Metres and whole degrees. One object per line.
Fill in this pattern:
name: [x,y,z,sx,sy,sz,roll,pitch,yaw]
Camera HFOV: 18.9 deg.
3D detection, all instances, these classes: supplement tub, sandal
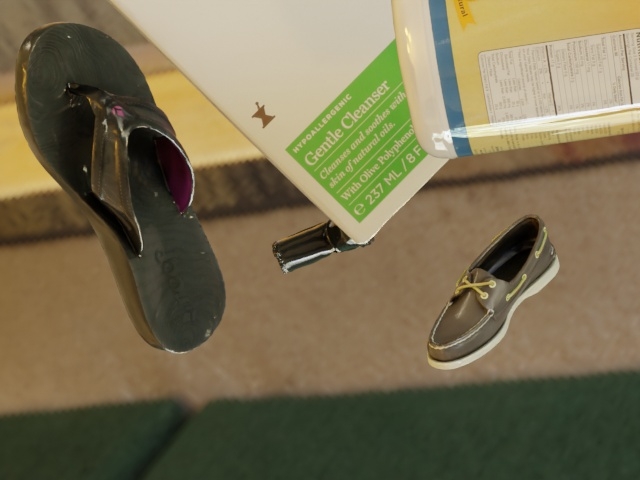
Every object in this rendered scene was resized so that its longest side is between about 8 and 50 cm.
supplement tub: [0.149,-0.131,1.141,0.199,0.144,0.144,-8,123,8]
sandal: [-0.201,-0.064,2.203,0.107,0.167,0.446,7,133,42]

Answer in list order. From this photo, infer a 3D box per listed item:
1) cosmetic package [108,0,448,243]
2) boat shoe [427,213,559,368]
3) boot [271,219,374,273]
cosmetic package: [-0.038,-0.196,1.535,0.365,0.155,0.197,43,93,-13]
boat shoe: [0.189,0.056,2.180,0.081,0.228,0.069,13,134,38]
boot: [0.000,-0.001,1.924,0.099,0.121,0.045,-18,85,6]
